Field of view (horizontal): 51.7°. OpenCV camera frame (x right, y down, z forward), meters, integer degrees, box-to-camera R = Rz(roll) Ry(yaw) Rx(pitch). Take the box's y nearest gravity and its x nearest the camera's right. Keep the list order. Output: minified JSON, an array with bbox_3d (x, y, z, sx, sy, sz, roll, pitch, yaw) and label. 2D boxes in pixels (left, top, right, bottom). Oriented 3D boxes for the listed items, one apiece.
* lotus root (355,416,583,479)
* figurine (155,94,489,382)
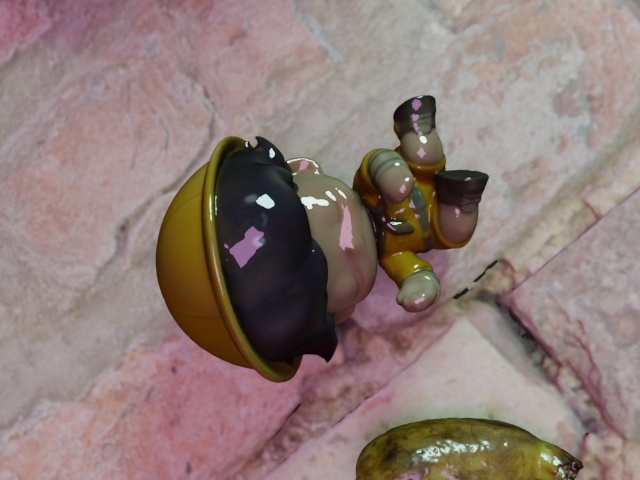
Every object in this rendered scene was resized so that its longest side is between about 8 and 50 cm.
[{"bbox_3d":[0.118,0.201,0.560,0.191,0.094,0.108,-16,115,-1],"label":"lotus root"},{"bbox_3d":[-0.001,0.001,0.526,0.257,0.167,0.192,-17,87,-16],"label":"figurine"}]
